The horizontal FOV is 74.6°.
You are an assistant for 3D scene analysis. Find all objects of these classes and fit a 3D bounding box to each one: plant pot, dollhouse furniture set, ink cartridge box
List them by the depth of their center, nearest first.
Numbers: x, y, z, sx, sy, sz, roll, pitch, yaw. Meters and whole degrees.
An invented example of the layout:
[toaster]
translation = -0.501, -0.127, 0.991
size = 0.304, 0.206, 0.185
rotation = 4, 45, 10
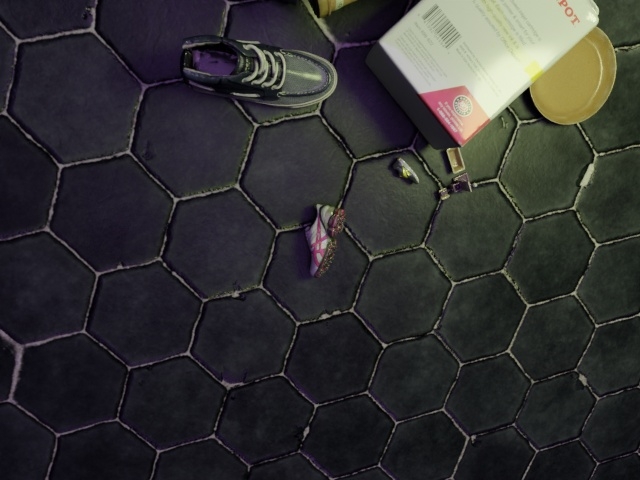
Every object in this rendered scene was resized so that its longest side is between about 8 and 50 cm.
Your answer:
[ink cartridge box]
translation = 0.337, -0.429, 0.911
size = 0.384, 0.160, 0.279
rotation = -41, 99, 3
[dollhouse furniture set]
translation = 0.330, -0.166, 1.028
size = 0.091, 0.081, 0.114
rotation = -24, 106, -3
[plant pot]
translation = 0.617, -0.410, 1.042
size = 0.236, 0.032, 0.237
rotation = -2, 105, -9

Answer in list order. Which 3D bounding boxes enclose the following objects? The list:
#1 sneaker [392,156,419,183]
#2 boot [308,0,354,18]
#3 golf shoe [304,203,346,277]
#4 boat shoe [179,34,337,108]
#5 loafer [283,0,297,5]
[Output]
[sneaker]
translation = 0.210, -0.167, 1.038
size = 0.035, 0.031, 0.083
rotation = -41, 103, 16
[boot]
translation = 0.077, -0.568, 0.806
size = 0.269, 0.089, 0.236
rotation = -24, 93, -6
[golf shoe]
translation = 0.000, 0.000, 1.031
size = 0.085, 0.067, 0.186
rotation = 21, 106, 18
[boat shoe]
translation = -0.122, -0.345, 0.868
size = 0.340, 0.158, 0.127
rotation = -1, 104, -9
[loafer]
translation = -0.065, -0.533, 0.874
size = 0.223, 0.076, 0.078
rotation = -14, 97, -9
